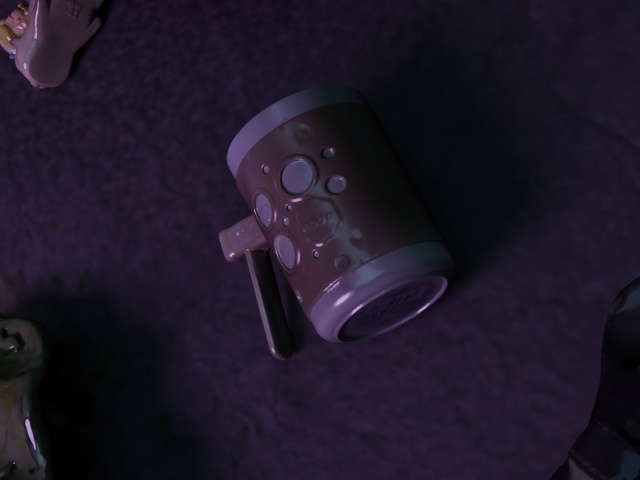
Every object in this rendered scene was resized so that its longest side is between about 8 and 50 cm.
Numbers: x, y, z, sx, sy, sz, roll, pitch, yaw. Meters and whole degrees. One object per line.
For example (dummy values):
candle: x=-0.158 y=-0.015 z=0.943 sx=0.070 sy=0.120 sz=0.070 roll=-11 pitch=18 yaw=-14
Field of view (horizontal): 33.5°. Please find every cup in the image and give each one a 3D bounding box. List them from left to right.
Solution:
cup: x=-0.002 y=-0.002 z=0.482 sx=0.102 sy=0.074 sz=0.099 roll=-32 pitch=67 yaw=10

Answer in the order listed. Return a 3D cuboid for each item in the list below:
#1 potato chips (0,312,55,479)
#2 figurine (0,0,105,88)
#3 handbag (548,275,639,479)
potato chips: x=-0.271 y=0.219 z=0.514 sx=0.389 sy=0.097 sz=0.373 roll=-14 pitch=73 yaw=18
figurine: x=-0.154 y=-0.130 z=0.596 sx=0.050 sy=0.047 sz=0.083 roll=30 pitch=95 yaw=40
handbag: x=0.108 y=0.235 z=0.331 sx=0.416 sy=0.180 sz=0.317 roll=-45 pitch=63 yaw=-3
